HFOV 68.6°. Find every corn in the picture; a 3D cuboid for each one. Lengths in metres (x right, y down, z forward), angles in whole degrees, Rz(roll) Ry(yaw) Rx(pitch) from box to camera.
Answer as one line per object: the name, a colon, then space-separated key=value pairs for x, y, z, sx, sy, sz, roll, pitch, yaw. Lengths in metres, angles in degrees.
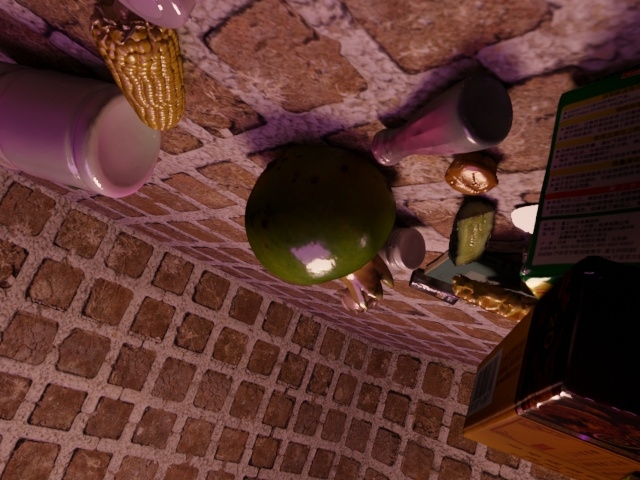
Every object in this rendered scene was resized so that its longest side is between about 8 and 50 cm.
corn: x=-0.257 y=-0.253 z=0.710 sx=0.106 sy=0.106 sz=0.305 roll=21 pitch=166 yaw=-4

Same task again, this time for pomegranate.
pomegranate: x=0.000 y=0.000 z=0.909 sx=0.309 sy=0.216 sz=0.359 roll=-15 pitch=115 yaw=49

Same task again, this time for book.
book: x=0.474 y=0.114 z=1.185 sx=0.378 sy=0.031 sz=0.264 roll=20 pitch=163 yaw=0

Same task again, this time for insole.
insole: x=0.443 y=-0.026 z=0.764 sx=0.253 sy=0.005 sz=0.086 roll=7 pitch=140 yaw=36

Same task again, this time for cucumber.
cucumber: x=0.290 y=-0.021 z=0.922 sx=0.077 sy=0.062 sz=0.211 roll=-17 pitch=150 yaw=5

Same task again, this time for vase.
vase: x=0.147 y=-0.147 z=0.633 sx=0.086 sy=0.086 sz=0.214 roll=26 pitch=167 yaw=-22

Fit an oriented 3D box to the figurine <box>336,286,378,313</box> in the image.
figurine: x=0.140 y=0.217 z=1.755 sx=0.137 sy=0.125 sz=0.125 roll=24 pitch=168 yaw=27

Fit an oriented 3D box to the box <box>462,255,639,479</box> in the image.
box: x=0.314 y=0.177 z=0.470 sx=0.264 sy=0.116 sz=0.415 roll=18 pitch=156 yaw=16

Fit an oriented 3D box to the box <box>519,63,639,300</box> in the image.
box: x=0.305 y=-0.050 z=0.447 sx=0.103 sy=0.250 sz=0.180 roll=30 pitch=160 yaw=-30

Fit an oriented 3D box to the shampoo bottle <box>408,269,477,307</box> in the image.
shampoo bottle: x=0.363 y=0.142 z=1.364 sx=0.207 sy=0.064 sz=0.057 roll=21 pitch=154 yaw=1

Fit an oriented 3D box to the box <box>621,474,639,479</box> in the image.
box: x=0.316 y=0.326 z=0.466 sx=0.064 sy=0.141 sz=0.220 roll=11 pitch=156 yaw=28

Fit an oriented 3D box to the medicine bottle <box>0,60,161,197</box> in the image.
medicine bottle: x=-0.505 y=-0.218 z=0.913 sx=0.325 sy=0.212 sz=0.212 roll=14 pitch=163 yaw=13

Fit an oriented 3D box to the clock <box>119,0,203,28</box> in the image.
clock: x=-0.137 y=-0.321 z=0.327 sx=0.295 sy=0.114 sz=0.322 roll=7 pitch=159 yaw=39

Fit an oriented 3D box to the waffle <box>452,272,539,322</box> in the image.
waffle: x=0.422 y=0.139 z=1.012 sx=0.281 sy=0.058 sz=0.300 roll=21 pitch=-177 yaw=29

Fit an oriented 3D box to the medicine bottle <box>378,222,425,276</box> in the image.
medicine bottle: x=0.132 y=0.020 z=1.089 sx=0.135 sy=0.135 sz=0.215 roll=31 pitch=160 yaw=-35

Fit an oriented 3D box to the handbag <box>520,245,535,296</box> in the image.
handbag: x=0.510 y=0.050 z=0.871 sx=0.255 sy=0.079 sz=0.219 roll=14 pitch=150 yaw=19

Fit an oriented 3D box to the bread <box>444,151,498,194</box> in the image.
bread: x=0.235 y=-0.103 z=0.726 sx=0.081 sy=0.046 sz=0.083 roll=34 pitch=160 yaw=-35
